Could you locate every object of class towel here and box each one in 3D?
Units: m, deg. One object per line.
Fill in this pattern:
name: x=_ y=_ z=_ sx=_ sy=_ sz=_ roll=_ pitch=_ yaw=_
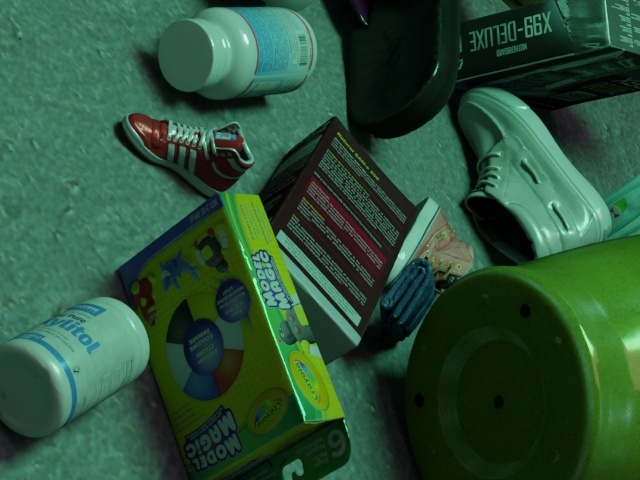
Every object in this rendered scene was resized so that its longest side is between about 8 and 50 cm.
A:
towel: x=0.084 y=0.057 z=1.312 sx=0.029 sy=0.067 sz=0.119 roll=34 pitch=-9 yaw=13

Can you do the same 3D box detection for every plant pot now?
plant pot: x=0.283 y=0.150 z=1.314 sx=0.353 sy=0.366 sz=0.366 roll=4 pitch=58 yaw=-38

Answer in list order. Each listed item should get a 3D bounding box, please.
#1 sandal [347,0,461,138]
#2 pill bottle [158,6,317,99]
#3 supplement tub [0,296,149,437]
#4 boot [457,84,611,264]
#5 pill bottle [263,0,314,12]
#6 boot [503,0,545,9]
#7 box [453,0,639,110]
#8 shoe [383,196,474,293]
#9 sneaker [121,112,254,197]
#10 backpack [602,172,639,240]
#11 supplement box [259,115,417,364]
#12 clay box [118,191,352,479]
sandal: x=0.080 y=-0.314 z=1.588 sx=0.107 sy=0.167 sz=0.446 roll=36 pitch=38 yaw=-35
pill bottle: x=-0.079 y=-0.179 z=1.333 sx=0.160 sy=0.087 sz=0.087 roll=-14 pitch=73 yaw=-56
supplement tub: x=-0.177 y=0.087 z=0.982 sx=0.071 sy=0.071 sz=0.107 roll=56 pitch=32 yaw=0
boot: x=0.213 y=-0.076 z=1.623 sx=0.123 sy=0.095 sz=0.258 roll=-21 pitch=55 yaw=-30
pill bottle: x=-0.114 y=-0.421 z=1.377 sx=0.392 sy=0.224 sz=0.224 roll=42 pitch=35 yaw=-21
boot: x=0.238 y=-0.373 z=1.817 sx=0.220 sy=0.283 sz=0.109 roll=-75 pitch=167 yaw=-59
box: x=0.318 y=-0.234 z=1.753 sx=0.307 sy=0.242 sz=0.077 roll=2 pitch=82 yaw=-53
shoe: x=0.107 y=0.022 z=1.418 sx=0.081 sy=0.063 sz=0.178 roll=46 pitch=28 yaw=-5
sneaker: x=-0.112 y=-0.088 z=1.227 sx=0.118 sy=0.067 sz=0.042 roll=33 pitch=38 yaw=-31
backpack: x=0.421 y=0.013 z=1.690 sx=0.253 sy=0.225 sz=0.191 roll=-11 pitch=69 yaw=-55
supplement box: x=0.000 y=0.000 z=1.290 sx=0.130 sy=0.073 sz=0.239 roll=48 pitch=34 yaw=-13
clay box: x=-0.067 y=0.090 z=1.071 sx=0.053 sy=0.127 sz=0.222 roll=5 pitch=57 yaw=-50
